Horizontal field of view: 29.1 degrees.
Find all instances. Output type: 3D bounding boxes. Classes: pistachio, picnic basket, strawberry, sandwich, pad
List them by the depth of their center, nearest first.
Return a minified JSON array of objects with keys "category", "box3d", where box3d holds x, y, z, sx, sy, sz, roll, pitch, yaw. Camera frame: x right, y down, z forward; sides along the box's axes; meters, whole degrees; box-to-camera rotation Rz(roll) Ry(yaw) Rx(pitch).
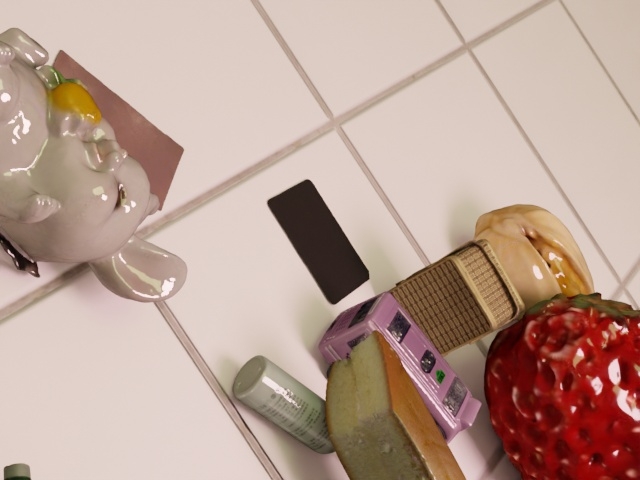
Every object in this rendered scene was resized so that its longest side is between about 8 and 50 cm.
[{"category":"sandwich","box3d":[0.084,0.231,1.328,0.258,0.094,0.096,59,24,7]},{"category":"pad","box3d":[-0.236,-0.126,1.394,0.188,0.006,0.113,40,39,-24]},{"category":"pad","box3d":[0.000,0.000,1.584,0.157,0.003,0.112,58,36,0]},{"category":"picnic basket","box3d":[0.168,0.080,1.591,0.079,0.164,0.115,-30,88,-46]},{"category":"strawberry","box3d":[0.349,0.248,1.630,0.317,0.295,0.345,-119,-143,-84]},{"category":"pistachio","box3d":[0.313,0.049,1.814,0.229,0.157,0.157,50,36,-22]}]

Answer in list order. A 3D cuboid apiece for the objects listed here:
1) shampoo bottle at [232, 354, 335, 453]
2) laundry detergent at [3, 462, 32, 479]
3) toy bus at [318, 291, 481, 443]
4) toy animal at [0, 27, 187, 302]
[{"category":"shampoo bottle","box3d":[-0.011,0.201,1.377,0.195,0.056,0.056,40,39,-26]},{"category":"laundry detergent","box3d":[-0.240,0.290,1.030,0.137,0.063,0.211,15,52,-36]},{"category":"toy bus","box3d":[0.097,0.164,1.485,0.199,0.108,0.096,51,36,-10]},{"category":"toy animal","box3d":[-0.263,-0.071,1.205,0.325,0.154,0.208,51,8,-46]}]
